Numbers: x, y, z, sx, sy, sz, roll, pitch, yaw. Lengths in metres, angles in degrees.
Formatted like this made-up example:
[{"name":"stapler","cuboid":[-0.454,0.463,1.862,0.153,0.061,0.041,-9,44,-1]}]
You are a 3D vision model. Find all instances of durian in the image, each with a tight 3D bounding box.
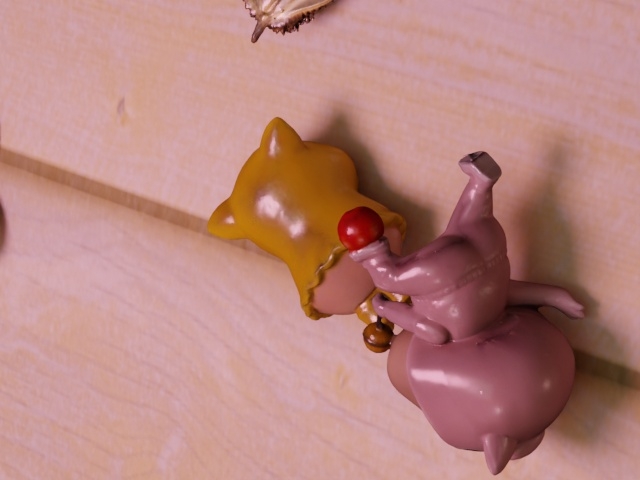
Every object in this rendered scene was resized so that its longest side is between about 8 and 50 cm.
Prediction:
[{"name":"durian","cuboid":[-0.027,-0.259,1.672,0.110,0.071,0.140,35,104,18]}]

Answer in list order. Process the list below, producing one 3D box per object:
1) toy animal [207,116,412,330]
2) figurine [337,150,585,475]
[{"name":"toy animal","cuboid":[0.003,-0.004,1.666,0.230,0.156,0.156,42,120,16]},{"name":"figurine","cuboid":[0.133,0.071,1.569,0.186,0.176,0.287,-7,116,45]}]
